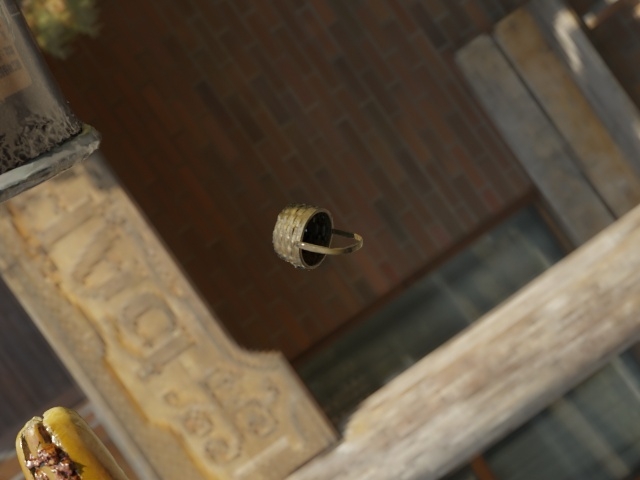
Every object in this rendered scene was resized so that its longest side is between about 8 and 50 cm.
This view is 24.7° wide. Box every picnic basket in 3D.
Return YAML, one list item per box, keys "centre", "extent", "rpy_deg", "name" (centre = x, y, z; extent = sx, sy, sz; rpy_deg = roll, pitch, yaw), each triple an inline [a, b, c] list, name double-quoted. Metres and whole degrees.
- centre: [0.000, 0.000, 1.463]
  extent: [0.083, 0.072, 0.072]
  rpy_deg: [13, 154, 28]
  name: "picnic basket"

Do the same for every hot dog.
- centre: [-0.240, 0.292, 1.556]
  extent: [0.249, 0.102, 0.076]
  rpy_deg: [63, -179, -17]
  name: "hot dog"

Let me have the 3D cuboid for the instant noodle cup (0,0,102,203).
- centre: [-0.217, -0.092, 0.540]
  extent: [0.217, 0.217, 0.207]
  rpy_deg: [-138, 28, -76]
  name: "instant noodle cup"
